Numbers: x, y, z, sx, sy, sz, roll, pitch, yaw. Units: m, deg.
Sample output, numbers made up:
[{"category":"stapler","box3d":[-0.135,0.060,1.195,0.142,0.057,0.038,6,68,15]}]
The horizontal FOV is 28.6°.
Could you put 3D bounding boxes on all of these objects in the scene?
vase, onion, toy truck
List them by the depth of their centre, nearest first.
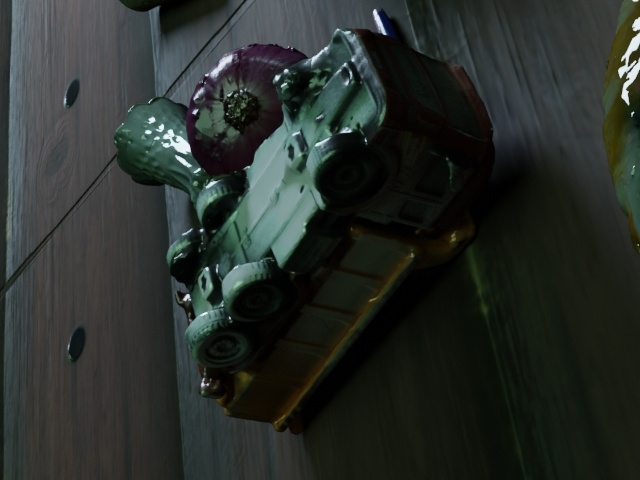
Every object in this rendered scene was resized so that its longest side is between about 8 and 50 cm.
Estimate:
[{"category":"toy truck","box3d":[0.000,0.000,0.801,0.270,0.135,0.114,-54,39,32]},{"category":"onion","box3d":[-0.042,-0.090,0.938,0.115,0.104,0.115,1,95,18]},{"category":"vase","box3d":[-0.105,-0.063,1.034,0.149,0.081,0.081,30,100,53]}]

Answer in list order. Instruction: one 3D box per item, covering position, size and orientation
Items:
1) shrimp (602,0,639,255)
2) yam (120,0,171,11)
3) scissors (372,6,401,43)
[{"category":"shrimp","box3d":[0.230,-0.114,0.592,0.287,0.068,0.185,-48,42,16]},{"category":"yam","box3d":[-0.150,-0.259,1.220,0.132,0.054,0.054,-7,69,54]},{"category":"scissors","box3d":[0.048,-0.122,0.892,0.039,0.012,0.113,-51,38,29]}]
